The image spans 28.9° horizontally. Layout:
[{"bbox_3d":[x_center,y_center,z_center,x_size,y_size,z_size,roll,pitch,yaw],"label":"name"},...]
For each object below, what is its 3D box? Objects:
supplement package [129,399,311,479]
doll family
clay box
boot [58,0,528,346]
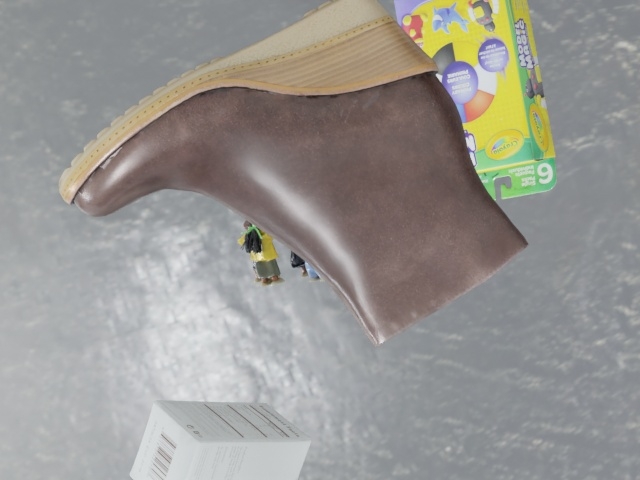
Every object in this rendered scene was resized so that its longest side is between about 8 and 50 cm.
[{"bbox_3d":[-0.120,0.263,1.509,0.105,0.179,0.105,31,106,45],"label":"supplement package"},{"bbox_3d":[-0.049,0.002,1.700,0.193,0.076,0.111,-7,100,32],"label":"doll family"},{"bbox_3d":[0.157,-0.149,1.252,0.127,0.053,0.222,-11,90,37],"label":"clay box"},{"bbox_3d":[-0.016,-0.020,0.786,0.207,0.248,0.090,61,177,-1],"label":"boot"}]
